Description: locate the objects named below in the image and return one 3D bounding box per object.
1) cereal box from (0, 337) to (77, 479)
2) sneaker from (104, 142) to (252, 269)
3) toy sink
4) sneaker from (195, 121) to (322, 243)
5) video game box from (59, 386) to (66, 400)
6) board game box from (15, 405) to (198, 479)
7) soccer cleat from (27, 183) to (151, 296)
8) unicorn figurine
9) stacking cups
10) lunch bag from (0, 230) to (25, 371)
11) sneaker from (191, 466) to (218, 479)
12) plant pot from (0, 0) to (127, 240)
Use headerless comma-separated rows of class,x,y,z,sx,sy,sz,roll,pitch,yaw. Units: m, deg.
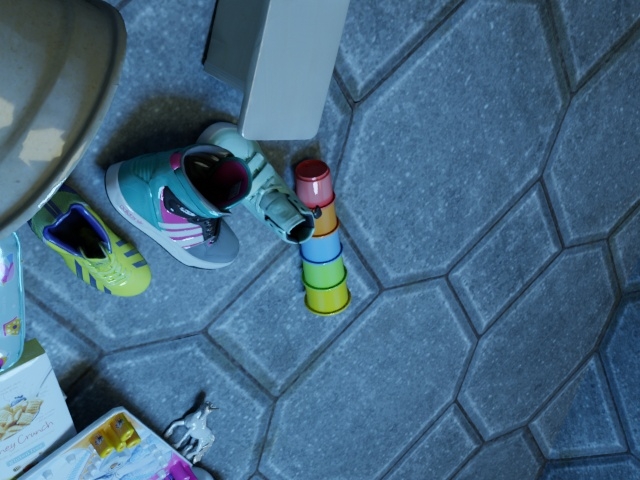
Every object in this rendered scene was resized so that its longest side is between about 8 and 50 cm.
cereal box,-0.477,0.279,1.424,0.173,0.047,0.240,-29,137,-24
sneaker,-0.169,-0.055,1.433,0.178,0.124,0.295,-15,150,26
toy sink,-0.074,-0.282,1.388,0.152,0.131,0.234,-7,119,-41
sneaker,-0.091,-0.089,1.506,0.094,0.151,0.256,-47,140,-2
video game box,-0.531,0.291,1.459,0.205,0.048,0.187,28,96,-51
board game box,-0.427,0.478,1.613,0.390,0.050,0.390,-37,152,-9
soccer cleat,-0.334,0.019,1.376,0.093,0.121,0.289,-45,141,-8
unicorn figurine,-0.244,0.367,1.801,0.111,0.060,0.162,-39,156,-16
stacking cups,0.000,0.000,1.710,0.096,0.096,0.316,-31,137,-24
lunch bag,-0.521,0.085,1.254,0.224,0.108,0.279,-16,130,-36
sneaker,-0.295,0.629,1.888,0.323,0.130,0.236,-45,137,-16
plant pot,-0.433,-0.203,0.983,0.305,0.334,0.334,35,93,-40
